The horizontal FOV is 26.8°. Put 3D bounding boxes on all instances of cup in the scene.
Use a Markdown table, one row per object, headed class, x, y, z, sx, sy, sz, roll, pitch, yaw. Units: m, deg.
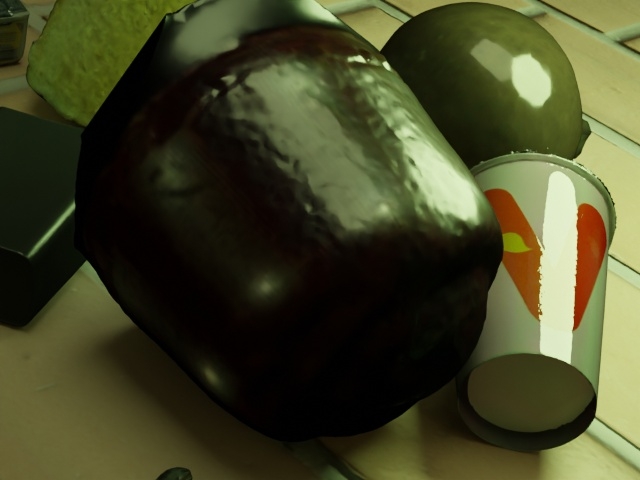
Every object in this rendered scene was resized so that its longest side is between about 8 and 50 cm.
| class | x | y | z | sx | sy | sz | roll | pitch | yaw |
| --- | --- | --- | --- | --- | --- | --- | --- | --- | --- |
| cup | 0.213 | 0.066 | 1.385 | 0.203 | 0.203 | 0.288 | 12 | 39 | -1 |

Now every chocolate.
| class | x | y | z | sx | sy | sz | roll | pitch | yaw |
| --- | --- | --- | --- | --- | --- | --- | --- | --- | --- |
| chocolate | 0.000 | 0.000 | 1.235 | 0.384 | 0.383 | 0.331 | -16 | 41 | -37 |

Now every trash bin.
| class | x | y | z | sx | sy | sz | roll | pitch | yaw |
| --- | --- | --- | --- | --- | --- | --- | --- | --- | --- |
| trash bin | -0.319 | -0.027 | 1.398 | 0.165 | 0.115 | 0.225 | 17 | 34 | 8 |

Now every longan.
| class | x | y | z | sx | sy | sz | roll | pitch | yaw |
| --- | --- | --- | --- | --- | --- | --- | --- | --- | --- |
| longan | 0.206 | -0.174 | 1.685 | 0.300 | 0.243 | 0.300 | 17 | 38 | -14 |

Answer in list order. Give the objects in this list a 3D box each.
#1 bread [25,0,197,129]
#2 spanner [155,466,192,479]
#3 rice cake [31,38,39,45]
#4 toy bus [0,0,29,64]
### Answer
| class | x | y | z | sx | sy | sz | roll | pitch | yaw |
| --- | --- | --- | --- | --- | --- | --- | --- | --- | --- |
| bread | -0.206 | -0.333 | 1.726 | 0.239 | 0.264 | 0.395 | 24 | 37 | -9 |
| spanner | -0.214 | 0.229 | 1.129 | 0.255 | 0.015 | 0.054 | -5 | 38 | -25 |
| rice cake | -0.302 | -0.269 | 1.839 | 0.211 | 0.043 | 0.034 | -19 | 55 | -41 |
| toy bus | -0.488 | -0.337 | 1.824 | 0.092 | 0.106 | 0.268 | -15 | 43 | -36 |
